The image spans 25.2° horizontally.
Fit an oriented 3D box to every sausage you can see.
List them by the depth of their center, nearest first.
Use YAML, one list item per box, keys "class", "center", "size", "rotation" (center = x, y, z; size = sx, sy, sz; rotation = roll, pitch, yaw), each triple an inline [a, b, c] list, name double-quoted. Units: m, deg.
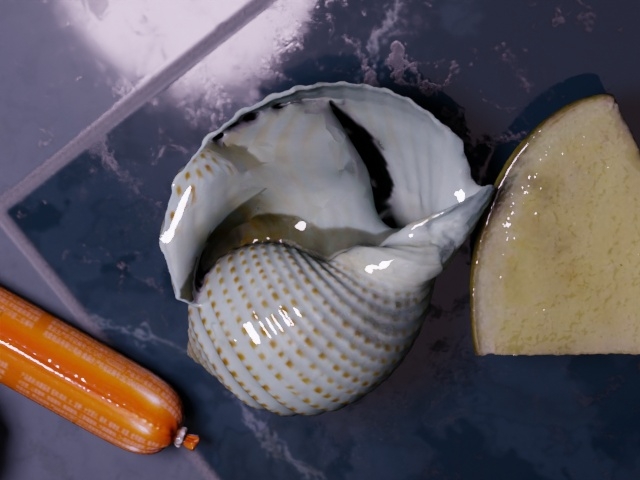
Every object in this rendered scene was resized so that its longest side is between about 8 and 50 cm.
- class: "sausage"
  center: [-0.267, 0.141, 1.520]
  size: [0.312, 0.093, 0.093]
  rotation: [30, 104, -2]

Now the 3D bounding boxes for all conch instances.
- class: "conch"
  center: [-0.007, 0.002, 1.404]
  size: [0.319, 0.215, 0.303]
  rotation: [-34, 99, -13]

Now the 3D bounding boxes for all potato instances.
- class: "potato"
  center: [0.279, -0.020, 1.418]
  size: [0.269, 0.112, 0.255]
  rotation: [-2, 99, 3]
